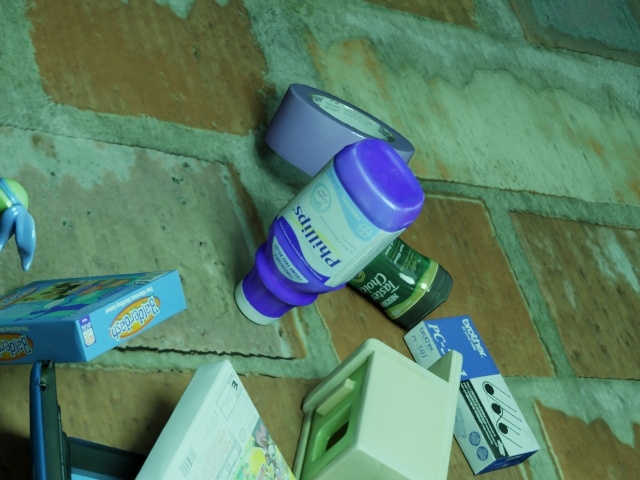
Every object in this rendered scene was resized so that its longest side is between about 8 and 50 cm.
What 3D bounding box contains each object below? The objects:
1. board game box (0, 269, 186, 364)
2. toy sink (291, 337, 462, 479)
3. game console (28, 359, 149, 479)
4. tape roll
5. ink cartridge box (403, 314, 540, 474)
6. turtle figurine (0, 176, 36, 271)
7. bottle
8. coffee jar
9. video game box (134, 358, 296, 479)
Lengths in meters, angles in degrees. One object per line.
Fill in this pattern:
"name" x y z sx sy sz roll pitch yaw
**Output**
"board game box" -0.269 0.081 1.727 0.160 0.210 0.047 -28 109 -50
"toy sink" 0.061 0.217 1.948 0.131 0.153 0.234 32 41 -16
"game console" -0.194 0.293 1.639 0.173 0.250 0.293 -3 54 -12
"tape roll" 0.025 -0.130 2.221 0.189 0.080 0.189 26 13 -7
"ink cartridge box" 0.196 0.198 2.175 0.097 0.046 0.207 -5 60 -46
"turtle figurine" -0.425 0.017 1.649 0.266 0.198 0.275 -41 60 -18
"bottle" 0.000 0.000 1.978 0.092 0.283 0.118 -22 73 -50
"coffee jar" 0.079 0.033 2.174 0.184 0.096 0.079 36 43 -11
"video game box" -0.106 0.260 1.775 0.187 0.048 0.205 61 30 -22
